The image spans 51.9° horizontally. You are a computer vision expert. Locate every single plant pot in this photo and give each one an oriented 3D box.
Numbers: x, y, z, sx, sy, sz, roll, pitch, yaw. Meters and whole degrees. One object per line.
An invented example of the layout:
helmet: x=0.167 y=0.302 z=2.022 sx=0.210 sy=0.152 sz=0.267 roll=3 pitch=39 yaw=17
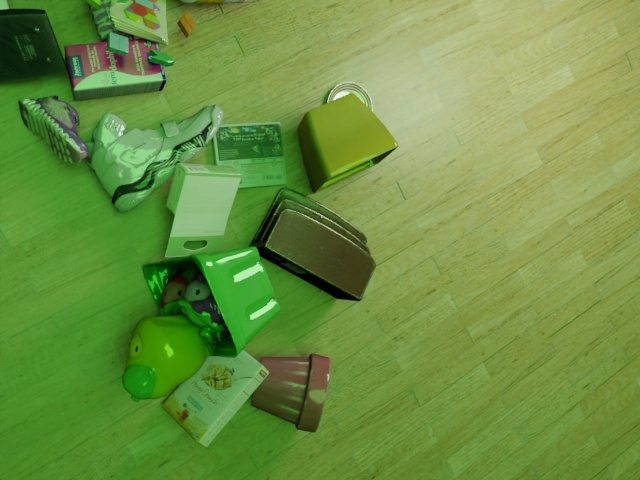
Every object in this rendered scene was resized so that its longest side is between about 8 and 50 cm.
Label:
plant pot: x=0.052 y=-0.270 z=1.765 sx=0.212 sy=0.212 sz=0.187 roll=-25 pitch=89 yaw=-13
plant pot: x=-0.082 y=0.387 z=1.721 sx=0.180 sy=0.201 sz=0.201 roll=12 pitch=85 yaw=-4

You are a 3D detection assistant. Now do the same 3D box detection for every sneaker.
sneaker: x=-0.604 y=-0.272 z=1.538 sx=0.105 sy=0.095 sz=0.236 roll=-31 pitch=58 yaw=-35
sneaker: x=-0.420 y=-0.258 z=1.621 sx=0.366 sy=0.137 sz=0.210 roll=-45 pitch=107 yaw=-12

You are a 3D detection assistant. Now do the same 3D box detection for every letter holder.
letter holder: x=0.000 y=0.000 z=1.771 sx=0.302 sy=0.152 sz=0.214 roll=30 pitch=77 yaw=-18

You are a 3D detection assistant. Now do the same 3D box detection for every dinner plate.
dinner plate: x=0.083 y=-0.381 z=1.878 sx=0.141 sy=0.017 sz=0.141 roll=0 pitch=89 yaw=-20

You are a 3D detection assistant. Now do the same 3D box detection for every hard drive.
hard drive: x=-0.725 y=-0.442 z=1.489 sx=0.255 sy=0.172 sz=0.054 roll=-9 pitch=53 yaw=-6

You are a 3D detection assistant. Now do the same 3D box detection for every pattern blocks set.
pattern blocks set: x=-0.433 y=-0.567 z=1.583 sx=0.286 sy=0.026 sz=0.324 roll=-2 pitch=68 yaw=-41

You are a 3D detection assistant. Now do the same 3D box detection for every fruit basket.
fruit basket: x=-0.325 y=0.183 z=1.529 sx=0.392 sy=0.392 sz=0.282 roll=-23 pitch=97 yaw=-19

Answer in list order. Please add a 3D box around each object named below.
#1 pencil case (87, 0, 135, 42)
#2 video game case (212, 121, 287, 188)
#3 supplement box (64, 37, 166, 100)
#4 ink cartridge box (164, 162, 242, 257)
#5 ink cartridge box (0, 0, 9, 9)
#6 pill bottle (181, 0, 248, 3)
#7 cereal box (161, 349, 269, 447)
pencil case: x=-0.527 y=-0.585 z=1.614 sx=0.088 sy=0.086 sz=0.206 roll=-20 pitch=96 yaw=-16
video game case: x=-0.191 y=-0.229 z=1.770 sx=0.191 sy=0.022 sz=0.173 roll=-7 pitch=92 yaw=-20
supplement box: x=-0.502 y=-0.419 z=1.608 sx=0.220 sy=0.114 sz=0.111 roll=-13 pitch=93 yaw=-19
ink cartridge box: x=-0.307 y=-0.075 z=1.661 sx=0.171 sy=0.056 sz=0.235 roll=-3 pitch=122 yaw=-45
ink cartridge box: x=-0.838 y=-0.562 z=1.493 sx=0.220 sy=0.093 sz=0.160 roll=-16 pitch=95 yaw=-19
pill bottle: x=-0.244 y=-0.677 z=1.677 sx=0.246 sy=0.136 sz=0.136 roll=-17 pitch=95 yaw=-38
cereal box: x=-0.265 y=0.374 z=1.656 sx=0.240 sy=0.173 sz=0.047 roll=-50 pitch=137 yaw=-15
